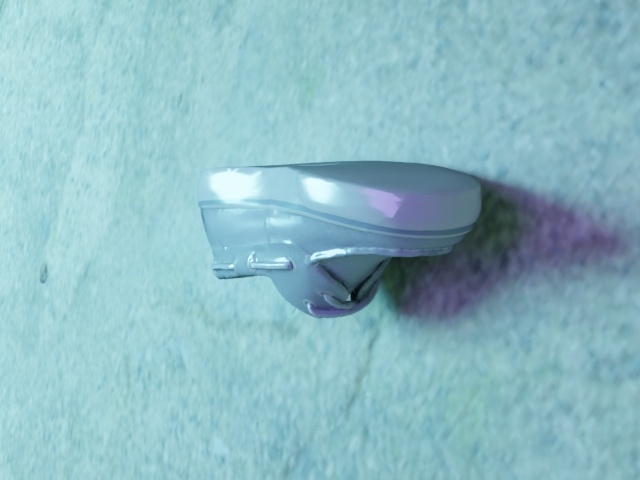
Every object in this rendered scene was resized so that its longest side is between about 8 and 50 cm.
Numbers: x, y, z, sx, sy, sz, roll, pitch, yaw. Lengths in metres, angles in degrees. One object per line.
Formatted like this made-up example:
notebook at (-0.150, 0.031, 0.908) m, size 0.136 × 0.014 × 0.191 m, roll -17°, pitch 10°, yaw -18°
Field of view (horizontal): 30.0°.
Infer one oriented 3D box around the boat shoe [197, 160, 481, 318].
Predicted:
boat shoe at (0.000, 0.000, 0.492) m, size 0.184 × 0.066 × 0.063 m, roll 5°, pitch 99°, yaw 54°
